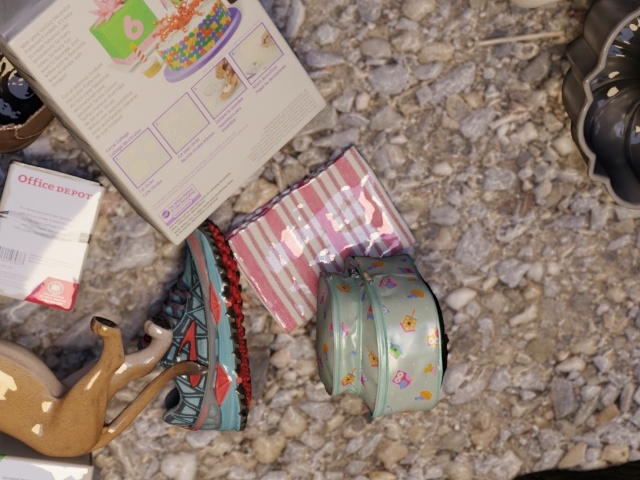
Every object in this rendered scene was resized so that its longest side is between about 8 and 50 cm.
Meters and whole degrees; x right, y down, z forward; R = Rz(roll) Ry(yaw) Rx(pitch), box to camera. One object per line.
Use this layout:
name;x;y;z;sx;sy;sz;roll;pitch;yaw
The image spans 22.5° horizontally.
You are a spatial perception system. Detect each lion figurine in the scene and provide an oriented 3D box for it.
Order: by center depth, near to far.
lion figurine;-0.343;0.154;1.751;0.392;0.142;0.240;25;100;-7

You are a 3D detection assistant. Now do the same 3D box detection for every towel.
towel;0.000;0.000;1.897;0.197;0.029;0.144;-35;103;-4

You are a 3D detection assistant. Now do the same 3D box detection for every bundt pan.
bundt pan;0.422;-0.199;1.860;0.331;0.124;0.330;-10;126;-15

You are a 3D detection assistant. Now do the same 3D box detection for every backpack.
backpack;0.070;0.112;1.830;0.144;0.188;0.165;-5;110;-17

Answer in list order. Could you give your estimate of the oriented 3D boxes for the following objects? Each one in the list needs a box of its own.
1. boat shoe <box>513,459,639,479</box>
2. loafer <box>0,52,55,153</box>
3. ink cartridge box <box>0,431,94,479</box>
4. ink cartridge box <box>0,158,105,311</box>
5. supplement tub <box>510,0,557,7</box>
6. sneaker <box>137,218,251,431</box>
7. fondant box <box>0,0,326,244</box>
boat shoe;0.385;0.346;1.982;0.324;0.122;0.120;-3;104;-2
loafer;-0.264;-0.247;1.761;0.134;0.130;0.366;31;91;-14
ink cartridge box;-0.384;0.368;1.829;0.211;0.121;0.289;9;96;-12
ink cartridge box;-0.316;-0.008;1.819;0.109;0.063;0.150;15;94;-12
supplement tub;0.259;-0.441;1.781;0.228;0.228;0.316;-25;101;-6
sneaker;-0.151;0.103;1.840;0.125;0.104;0.261;-5;105;2
fondant box;-0.172;-0.189;1.724;0.238;0.096;0.330;-44;132;-9
